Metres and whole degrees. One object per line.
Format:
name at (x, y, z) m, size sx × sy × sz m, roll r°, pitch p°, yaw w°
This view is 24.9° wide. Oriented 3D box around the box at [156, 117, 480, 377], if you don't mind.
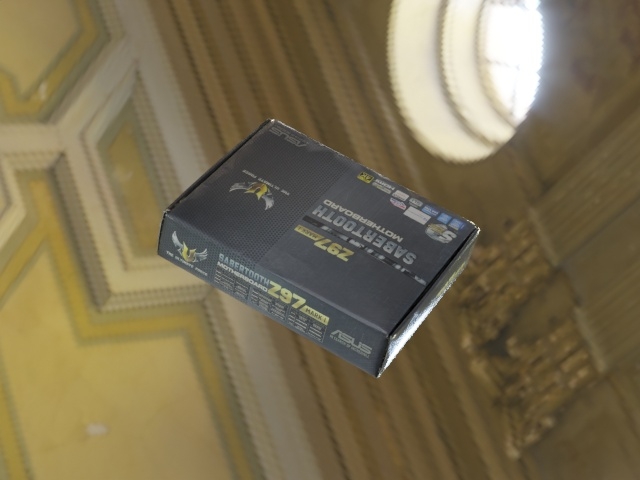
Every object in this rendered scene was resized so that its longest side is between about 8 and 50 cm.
box at (0.000, 0.000, 1.294) m, size 0.233 × 0.059 × 0.183 m, roll 28°, pitch -136°, yaw 15°
